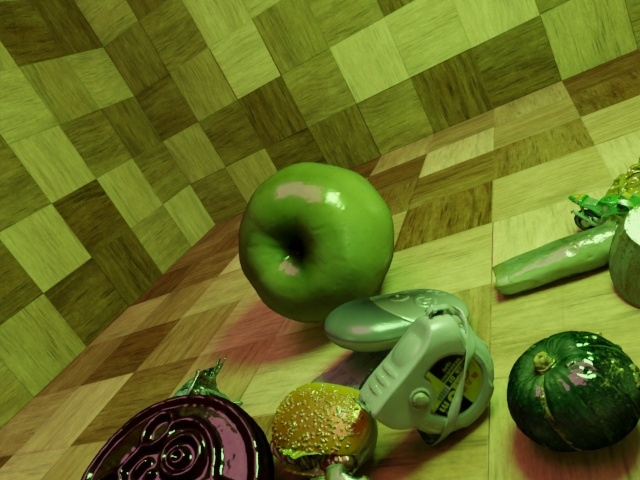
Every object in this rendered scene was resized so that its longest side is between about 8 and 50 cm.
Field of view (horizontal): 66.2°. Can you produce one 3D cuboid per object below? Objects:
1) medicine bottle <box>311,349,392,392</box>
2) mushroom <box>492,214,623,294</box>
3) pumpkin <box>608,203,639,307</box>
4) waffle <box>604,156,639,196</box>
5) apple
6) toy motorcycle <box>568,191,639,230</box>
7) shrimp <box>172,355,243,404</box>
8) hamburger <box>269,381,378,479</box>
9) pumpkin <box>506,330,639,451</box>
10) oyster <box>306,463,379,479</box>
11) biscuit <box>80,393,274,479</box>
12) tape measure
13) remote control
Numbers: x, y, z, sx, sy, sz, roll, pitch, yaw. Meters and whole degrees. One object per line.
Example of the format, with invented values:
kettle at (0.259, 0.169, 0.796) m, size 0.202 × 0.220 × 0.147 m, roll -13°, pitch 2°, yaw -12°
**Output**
medicine bottle at (0.095, 0.301, 1.083) m, size 0.201 × 0.052 × 0.171 m, roll -34°, pitch 19°, yaw -17°
mushroom at (0.538, 0.038, 1.085) m, size 0.312 × 0.081 × 0.100 m, roll -26°, pitch 17°, yaw 22°
pumpkin at (0.617, 0.006, 0.882) m, size 0.217 × 0.110 × 0.217 m, roll -35°, pitch 31°, yaw 25°
waffle at (0.846, -0.149, 1.127) m, size 0.324 × 0.068 × 0.302 m, roll -28°, pitch 16°, yaw -10°
apple at (0.000, 0.000, 1.408) m, size 0.473 × 0.474 × 0.474 m, roll -26°, pitch 19°, yaw 9°
toy motorcycle at (0.662, -0.062, 1.114) m, size 0.074 × 0.106 × 0.190 m, roll -36°, pitch 21°, yaw -22°
shrimp at (-0.320, 0.447, 1.161) m, size 0.410 × 0.166 × 0.221 m, roll -41°, pitch -4°, yaw -45°
hamburger at (0.004, 0.355, 0.918) m, size 0.210 × 0.116 × 0.173 m, roll -7°, pitch 55°, yaw 37°
pumpkin at (0.372, 0.221, 0.730) m, size 0.190 × 0.146 × 0.190 m, roll -24°, pitch 19°, yaw 9°
oyster at (0.009, 0.447, 0.772) m, size 0.259 × 0.092 × 0.198 m, roll -38°, pitch 20°, yaw -7°
biscuit at (-0.285, 0.472, 0.923) m, size 0.407 × 0.091 × 0.407 m, roll -11°, pitch 39°, yaw 9°
tape measure at (0.204, 0.240, 0.854) m, size 0.236 × 0.197 × 0.120 m, roll -52°, pitch 16°, yaw -4°
remote control at (0.171, 0.176, 1.109) m, size 0.331 × 0.104 × 0.221 m, roll -10°, pitch 9°, yaw -11°
